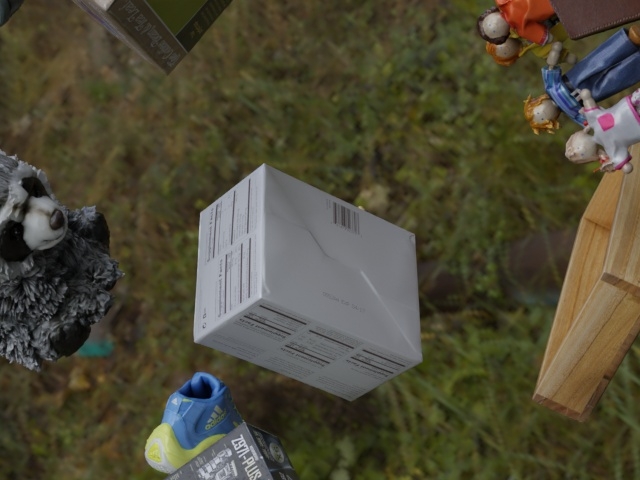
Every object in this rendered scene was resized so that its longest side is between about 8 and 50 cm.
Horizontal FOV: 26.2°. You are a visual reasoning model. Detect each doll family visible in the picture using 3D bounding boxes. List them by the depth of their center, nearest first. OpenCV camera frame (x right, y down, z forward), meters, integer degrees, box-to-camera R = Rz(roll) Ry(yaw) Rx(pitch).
[{"bbox_3d":[0.279,-0.198,1.524,0.163,0.263,0.118,-33,9,27],"label":"doll family"}]

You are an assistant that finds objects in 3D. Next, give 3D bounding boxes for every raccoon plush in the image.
[{"bbox_3d":[-0.482,0.034,1.794,0.446,0.299,0.216,-22,47,24],"label":"raccoon plush"}]

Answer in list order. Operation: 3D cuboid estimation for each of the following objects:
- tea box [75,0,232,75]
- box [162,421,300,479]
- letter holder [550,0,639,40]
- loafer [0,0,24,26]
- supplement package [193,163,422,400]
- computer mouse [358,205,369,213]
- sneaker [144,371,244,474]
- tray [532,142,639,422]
[{"bbox_3d":[-0.186,-0.406,1.598,0.323,0.220,0.329,-50,-7,-2],"label":"tea box"},{"bbox_3d":[-0.081,0.303,1.397,0.147,0.077,0.180,-37,58,10],"label":"box"},{"bbox_3d":[0.294,-0.322,1.193,0.152,0.214,0.302,-33,9,-15],"label":"letter holder"},{"bbox_3d":[-0.513,-0.342,1.887,0.268,0.096,0.084,14,40,28],"label":"loafer"},{"bbox_3d":[-0.015,0.059,1.784,0.145,0.262,0.204,-34,44,39],"label":"supplement package"},{"bbox_3d":[0.000,0.000,2.326,0.184,0.060,0.262,-50,28,7],"label":"computer mouse"},{"bbox_3d":[-0.124,0.238,1.784,0.091,0.240,0.126,19,96,30],"label":"sneaker"},{"bbox_3d":[0.361,0.016,1.677,0.411,0.076,0.202,-62,-5,-54],"label":"tray"}]
